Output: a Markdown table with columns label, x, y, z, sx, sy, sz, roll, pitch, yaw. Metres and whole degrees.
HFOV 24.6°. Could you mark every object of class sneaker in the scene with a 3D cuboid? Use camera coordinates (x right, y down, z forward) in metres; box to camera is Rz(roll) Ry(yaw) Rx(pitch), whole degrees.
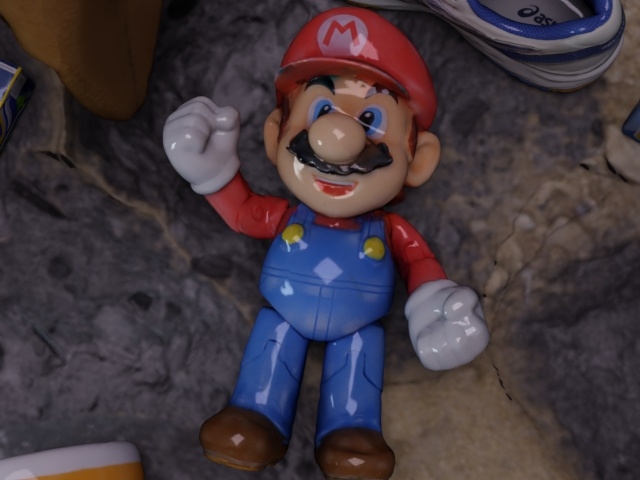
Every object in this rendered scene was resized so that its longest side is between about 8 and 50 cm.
| label | x | y | z | sx | sy | sz | roll | pitch | yaw |
| --- | --- | --- | --- | --- | --- | --- | --- | --- | --- |
| sneaker | 0.085 | -0.212 | 1.044 | 0.296 | 0.131 | 0.112 | 24 | 84 | 6 |

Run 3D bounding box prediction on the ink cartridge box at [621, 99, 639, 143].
| label | x | y | z | sx | sy | sz | roll | pitch | yaw |
| --- | --- | --- | --- | --- | --- | --- | --- | --- | --- |
| ink cartridge box | 0.456 | -0.082 | 1.012 | 0.395 | 0.151 | 0.270 | 36 | 83 | 4 |

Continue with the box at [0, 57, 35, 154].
| label | x | y | z | sx | sy | sz | roll | pitch | yaw |
| --- | --- | --- | --- | --- | --- | --- | --- | --- | --- |
| box | -0.272 | -0.057 | 1.062 | 0.059 | 0.054 | 0.169 | 25 | 82 | 4 |

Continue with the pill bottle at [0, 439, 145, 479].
| label | x | y | z | sx | sy | sz | roll | pitch | yaw |
| --- | --- | --- | --- | --- | --- | --- | --- | --- | --- |
| pill bottle | -0.171 | 0.276 | 0.960 | 0.152 | 0.152 | 0.272 | -10 | 82 | -1 |

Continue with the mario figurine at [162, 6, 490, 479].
| label | x | y | z | sx | sy | sz | roll | pitch | yaw |
| --- | --- | --- | --- | --- | --- | --- | --- | --- | --- |
| mario figurine | 0.000 | 0.000 | 0.987 | 0.198 | 0.170 | 0.321 | 8 | 89 | -33 |

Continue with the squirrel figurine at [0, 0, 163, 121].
| label | x | y | z | sx | sy | sz | roll | pitch | yaw |
| --- | --- | --- | --- | --- | --- | --- | --- | --- | --- |
| squirrel figurine | -0.273 | -0.291 | 0.938 | 0.370 | 0.397 | 0.281 | 25 | 92 | 17 |
